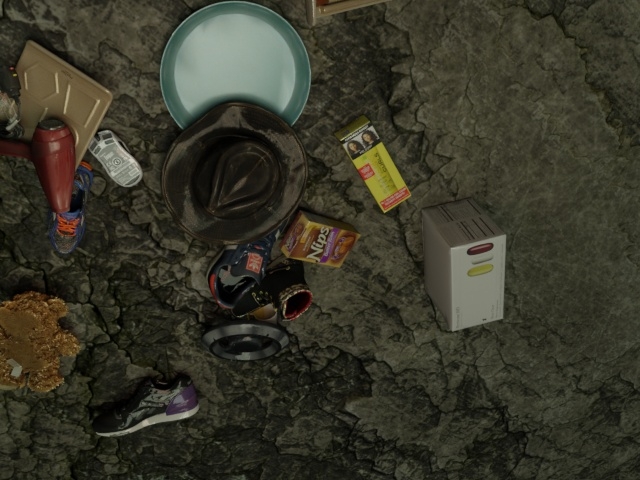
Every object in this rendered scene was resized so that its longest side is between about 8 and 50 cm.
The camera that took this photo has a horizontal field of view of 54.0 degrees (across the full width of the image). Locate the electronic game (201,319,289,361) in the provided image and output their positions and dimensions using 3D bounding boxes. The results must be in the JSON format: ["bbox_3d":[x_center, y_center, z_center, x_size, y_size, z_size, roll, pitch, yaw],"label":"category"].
[{"bbox_3d":[-0.195,0.261,1.637,0.229,0.048,0.229,-2,148,-1],"label":"electronic game"}]

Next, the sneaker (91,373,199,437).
[{"bbox_3d":[-0.478,0.430,1.693,0.283,0.107,0.124,-13,107,-11],"label":"sneaker"}]

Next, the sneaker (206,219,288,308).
[{"bbox_3d":[-0.155,0.014,1.491,0.131,0.148,0.350,21,112,-24],"label":"sneaker"}]

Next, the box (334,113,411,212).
[{"bbox_3d":[0.127,-0.181,1.505,0.087,0.058,0.232,-32,123,4],"label":"box"}]

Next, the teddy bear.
[{"bbox_3d":[-0.707,0.246,1.519,0.244,0.113,0.338,-4,128,-4],"label":"teddy bear"}]

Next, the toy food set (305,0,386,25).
[{"bbox_3d":[0.091,-0.554,1.208,0.306,0.092,0.220,-25,127,-30],"label":"toy food set"}]

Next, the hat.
[{"bbox_3d":[-0.175,-0.122,1.334,0.331,0.134,0.332,-4,108,-11],"label":"hat"}]

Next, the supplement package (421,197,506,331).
[{"bbox_3d":[0.365,0.061,1.622,0.145,0.204,0.262,-13,122,-6],"label":"supplement package"}]

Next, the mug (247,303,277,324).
[{"bbox_3d":[-0.147,0.207,1.668,0.062,0.078,0.064,-37,139,-31],"label":"mug"}]

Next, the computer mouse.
[{"bbox_3d":[-0.460,-0.199,1.353,0.106,0.042,0.193,-34,117,0],"label":"computer mouse"}]

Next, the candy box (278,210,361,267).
[{"bbox_3d":[0.000,0.000,1.546,0.186,0.053,0.109,13,116,-43],"label":"candy box"}]

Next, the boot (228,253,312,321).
[{"bbox_3d":[-0.127,0.144,1.554,0.236,0.179,0.085,-37,121,6],"label":"boot"}]

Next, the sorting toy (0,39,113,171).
[{"bbox_3d":[-0.539,-0.267,1.269,0.193,0.038,0.208,32,112,-7],"label":"sorting toy"}]

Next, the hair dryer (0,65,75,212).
[{"bbox_3d":[-0.587,-0.187,1.262,0.223,0.080,0.294,-24,104,34],"label":"hair dryer"}]

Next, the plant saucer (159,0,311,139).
[{"bbox_3d":[-0.179,-0.347,1.339,0.317,0.044,0.318,-7,121,-11],"label":"plant saucer"}]

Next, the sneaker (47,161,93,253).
[{"bbox_3d":[-0.554,-0.064,1.377,0.083,0.087,0.221,9,117,-18],"label":"sneaker"}]
